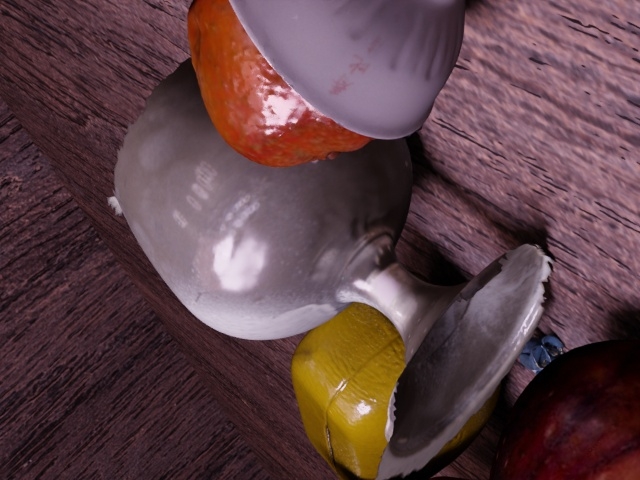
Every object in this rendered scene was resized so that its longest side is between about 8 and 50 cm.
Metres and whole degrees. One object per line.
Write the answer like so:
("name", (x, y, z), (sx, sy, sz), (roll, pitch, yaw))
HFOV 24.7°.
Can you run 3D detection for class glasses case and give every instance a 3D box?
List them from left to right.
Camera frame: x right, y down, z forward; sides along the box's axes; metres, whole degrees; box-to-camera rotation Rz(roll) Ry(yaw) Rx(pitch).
("glasses case", (0.080, 0.150, 1.403), (0.141, 0.173, 0.371), (46, 168, 16))

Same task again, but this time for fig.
("fig", (0.185, 0.194, 1.046), (0.204, 0.249, 0.186), (58, 174, -27))

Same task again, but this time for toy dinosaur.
("toy dinosaur", (0.191, 0.104, 1.238), (0.083, 0.030, 0.047), (52, 164, -7))

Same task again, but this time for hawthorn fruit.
("hawthorn fruit", (-0.030, -0.192, 0.987), (0.165, 0.165, 0.286), (-178, 70, -72))

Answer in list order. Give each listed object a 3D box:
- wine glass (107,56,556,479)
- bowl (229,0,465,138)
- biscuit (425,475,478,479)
("wine glass", (0.000, 0.000, 1.152), (0.323, 0.238, 0.238), (39, 163, 25))
("bowl", (0.033, -0.159, 0.857), (0.086, 0.189, 0.189), (-31, 102, 35))
("biscuit", (0.159, 0.310, 1.480), (0.368, 0.076, 0.394), (3, 158, 12))
